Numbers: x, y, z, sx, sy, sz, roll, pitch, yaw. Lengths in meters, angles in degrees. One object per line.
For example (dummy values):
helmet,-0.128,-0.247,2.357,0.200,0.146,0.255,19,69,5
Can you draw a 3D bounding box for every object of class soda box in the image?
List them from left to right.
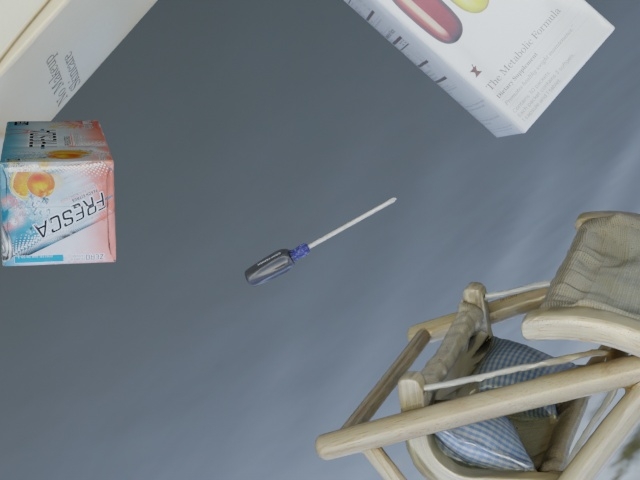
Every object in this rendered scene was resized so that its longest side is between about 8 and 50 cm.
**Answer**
soda box,-0.157,-0.032,0.766,0.063,0.183,0.058,-2,102,-12

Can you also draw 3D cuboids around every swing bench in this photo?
swing bench,0.172,0.098,0.917,0.255,0.165,0.253,-38,-179,24

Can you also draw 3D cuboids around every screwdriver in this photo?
screwdriver,0.000,0.000,1.276,0.170,0.024,0.025,-28,-176,12

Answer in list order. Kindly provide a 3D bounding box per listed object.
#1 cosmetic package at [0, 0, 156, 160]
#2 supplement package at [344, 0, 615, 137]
cosmetic package,-0.260,-0.190,1.119,0.309,0.113,0.160,-53,172,-14
supplement package,0.139,-0.231,1.267,0.139,0.244,0.134,-50,-176,0
